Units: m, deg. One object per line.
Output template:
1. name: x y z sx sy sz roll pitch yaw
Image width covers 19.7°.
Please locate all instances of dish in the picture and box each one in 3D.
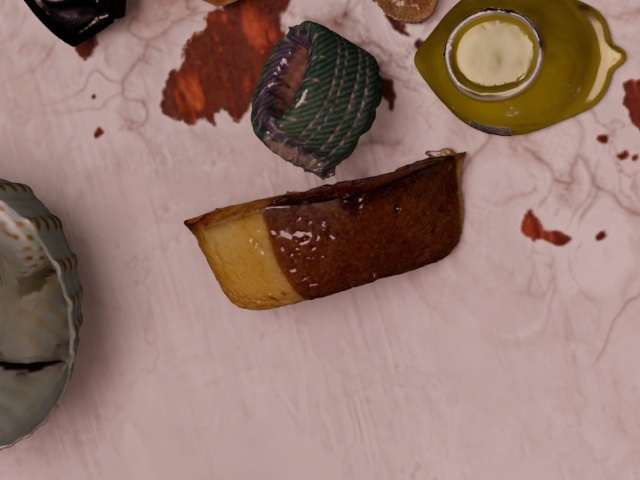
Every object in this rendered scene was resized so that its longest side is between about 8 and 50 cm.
1. dish: 0.177 -0.173 1.735 0.208 0.080 0.148 -2 92 22

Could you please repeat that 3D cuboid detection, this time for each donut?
1. donut: 0.000 0.000 1.774 0.295 0.151 0.112 -16 97 19

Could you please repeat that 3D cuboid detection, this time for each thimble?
1. thimble: -0.003 -0.138 1.765 0.090 0.135 0.118 27 126 -23

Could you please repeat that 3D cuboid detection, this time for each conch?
1. conch: -0.374 0.047 1.876 0.303 0.215 0.319 -4 116 13

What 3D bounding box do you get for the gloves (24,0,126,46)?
1. gloves: -0.223 -0.311 1.850 0.203 0.124 0.164 -35 92 19

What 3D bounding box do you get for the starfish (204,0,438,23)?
1. starfish: -0.008 -0.337 1.807 0.302 0.060 0.299 -15 89 21
